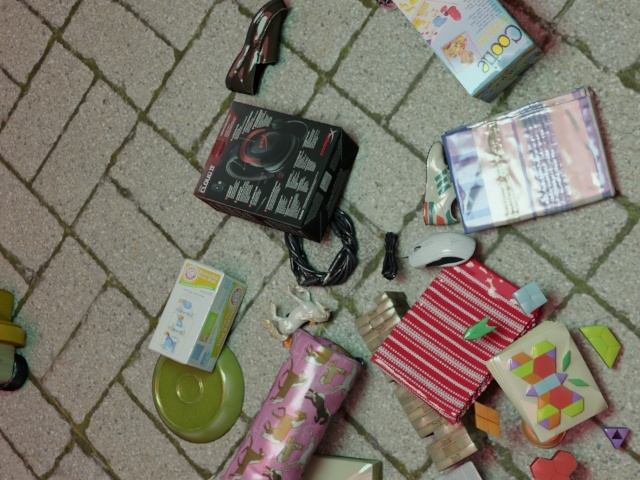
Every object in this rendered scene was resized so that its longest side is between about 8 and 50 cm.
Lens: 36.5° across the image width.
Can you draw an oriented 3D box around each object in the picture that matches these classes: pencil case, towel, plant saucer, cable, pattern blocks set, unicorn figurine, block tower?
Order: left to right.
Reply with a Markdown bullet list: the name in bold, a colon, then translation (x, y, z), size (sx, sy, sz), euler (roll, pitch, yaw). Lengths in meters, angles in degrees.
- **plant saucer**: translation (-0.275, 0.318, 2.087), size (0.241, 0.037, 0.241), euler (-1, 87, 28)
- **pencil case**: translation (-0.064, 0.366, 1.859), size (0.160, 0.167, 0.386), euler (20, 79, 45)
- **unicorn figurine**: translation (-0.043, 0.143, 1.961), size (0.162, 0.060, 0.111), euler (-50, 64, 27)
- **cable**: translation (0.000, 0.000, 1.954), size (0.150, 0.047, 0.185), euler (-9, 82, 28)
- **block tower**: translation (0.186, 0.259, 1.820), size (0.097, 0.091, 0.335), euler (-35, 72, 21)
- **towel**: translation (0.249, 0.169, 1.758), size (0.199, 0.031, 0.275), euler (36, 78, 20)
- **towel**: translation (0.375, -0.142, 1.760), size (0.285, 0.034, 0.209), euler (-16, 80, 20)
- **plant saucer**: translation (0.402, 0.332, 1.747), size (0.083, 0.013, 0.084), euler (-1, 87, 27)
- **pattern blocks set**: translation (0.395, 0.248, 1.685), size (0.285, 0.026, 0.325), euler (-43, 85, -2)

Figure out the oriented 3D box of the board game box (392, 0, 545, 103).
- **board game box**: translation (0.259, -0.404, 1.769), size (0.144, 0.142, 0.275), euler (-41, 78, 18)

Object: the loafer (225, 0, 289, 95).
- **loafer**: translation (-0.117, -0.398, 2.028), size (0.078, 0.080, 0.220), euler (33, 107, 15)

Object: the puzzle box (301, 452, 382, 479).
- **puzzle box**: translation (-0.012, 0.629, 1.925), size (0.272, 0.052, 0.409), euler (0, 88, 27)

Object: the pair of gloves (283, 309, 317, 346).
- **pair of gloves**: translation (-0.042, 0.185, 1.987), size (0.074, 0.010, 0.083), euler (6, 89, 28)

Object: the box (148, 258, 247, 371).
- **box**: translation (-0.253, 0.156, 2.019), size (0.103, 0.114, 0.203), euler (19, 83, 27)

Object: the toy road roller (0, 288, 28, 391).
- **toy road roller**: translation (-0.857, 0.231, 2.311), size (0.329, 0.202, 0.241), euler (-4, 73, 22)

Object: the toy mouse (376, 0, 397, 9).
- **toy mouse**: translation (0.164, -0.490, 1.904), size (0.161, 0.031, 0.143), euler (-27, 75, 24)

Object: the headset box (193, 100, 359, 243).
- **headset box**: translation (-0.102, -0.144, 1.955), size (0.293, 0.110, 0.218), euler (17, 79, 27)

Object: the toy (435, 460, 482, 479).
- **toy**: translation (0.232, 0.515, 1.803), size (0.237, 0.056, 0.137), euler (-37, 75, 26)

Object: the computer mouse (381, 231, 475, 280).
- **computer mouse**: translation (0.197, 0.016, 1.823), size (0.193, 0.042, 0.106), euler (-11, 47, 31)

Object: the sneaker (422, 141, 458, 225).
- **sneaker**: translation (0.236, -0.106, 1.841), size (0.075, 0.057, 0.161), euler (5, 88, 10)
